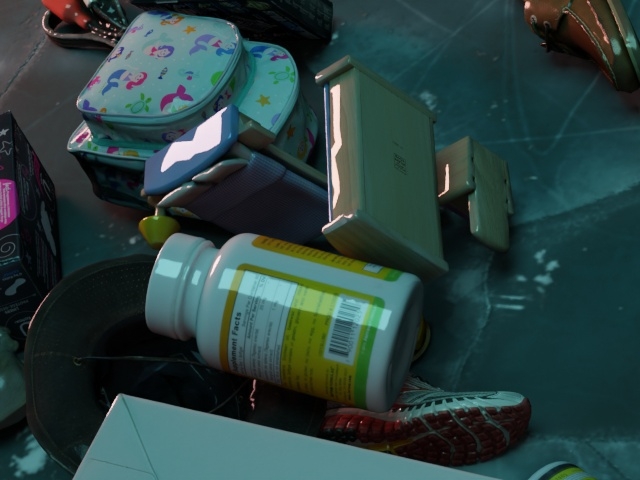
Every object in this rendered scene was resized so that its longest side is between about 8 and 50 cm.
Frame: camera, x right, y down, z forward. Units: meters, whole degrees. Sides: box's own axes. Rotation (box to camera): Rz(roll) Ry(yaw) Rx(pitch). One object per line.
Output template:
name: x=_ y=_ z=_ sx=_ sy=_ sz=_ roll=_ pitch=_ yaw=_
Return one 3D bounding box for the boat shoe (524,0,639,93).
boat shoe: x=0.290 y=-0.251 z=2.081 sx=0.104 sy=0.110 sz=0.307 roll=-23 pitch=36 yaw=4

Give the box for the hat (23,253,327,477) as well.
hat: x=-0.145 y=0.165 z=1.828 sx=0.331 sy=0.134 sz=0.331 roll=3 pitch=44 yaw=-3

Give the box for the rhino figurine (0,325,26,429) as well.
rhino figurine: x=-0.409 y=0.199 z=1.950 sx=0.243 sy=0.073 sz=0.106 roll=-36 pitch=45 yaw=-10

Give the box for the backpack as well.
backpack: x=-0.138 y=-0.140 z=2.083 sx=0.254 sy=0.191 sz=0.225 roll=16 pitch=56 yaw=24

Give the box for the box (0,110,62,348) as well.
box: x=-0.393 y=0.002 z=2.070 sx=0.163 sy=0.142 sz=0.247 roll=-18 pitch=45 yaw=6

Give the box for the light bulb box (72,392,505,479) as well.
light bulb box: x=-0.004 y=0.339 z=1.480 sx=0.358 sy=0.361 sz=0.225 roll=10 pitch=56 yaw=27

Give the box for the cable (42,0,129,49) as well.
cable: x=-0.273 y=-0.273 z=2.313 sx=0.139 sy=0.072 sz=0.287 roll=-45 pitch=51 yaw=4

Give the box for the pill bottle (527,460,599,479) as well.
pill bottle: x=0.259 y=0.281 z=1.613 sx=0.103 sy=0.103 sz=0.184 roll=-43 pitch=49 yaw=-19

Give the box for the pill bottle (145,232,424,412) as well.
pill bottle: x=-0.036 y=0.070 z=1.742 sx=0.246 sy=0.136 sz=0.136 roll=14 pitch=55 yaw=13

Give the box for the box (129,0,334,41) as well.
box: x=-0.103 y=-0.283 z=2.172 sx=0.175 sy=0.220 sz=0.051 roll=1 pitch=83 yaw=21

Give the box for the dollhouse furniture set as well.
dollhouse furniture set: x=0.000 y=0.000 z=1.905 sx=0.303 sy=0.286 sz=0.198 roll=-28 pitch=48 yaw=34

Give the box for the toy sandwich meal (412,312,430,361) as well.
toy sandwich meal: x=0.075 y=0.095 z=1.894 sx=0.086 sy=0.029 sz=0.085 roll=-10 pitch=47 yaw=11

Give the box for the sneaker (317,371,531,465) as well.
sneaker: x=0.095 y=0.162 z=1.789 sx=0.225 sy=0.088 sz=0.092 roll=-3 pitch=48 yaw=18
